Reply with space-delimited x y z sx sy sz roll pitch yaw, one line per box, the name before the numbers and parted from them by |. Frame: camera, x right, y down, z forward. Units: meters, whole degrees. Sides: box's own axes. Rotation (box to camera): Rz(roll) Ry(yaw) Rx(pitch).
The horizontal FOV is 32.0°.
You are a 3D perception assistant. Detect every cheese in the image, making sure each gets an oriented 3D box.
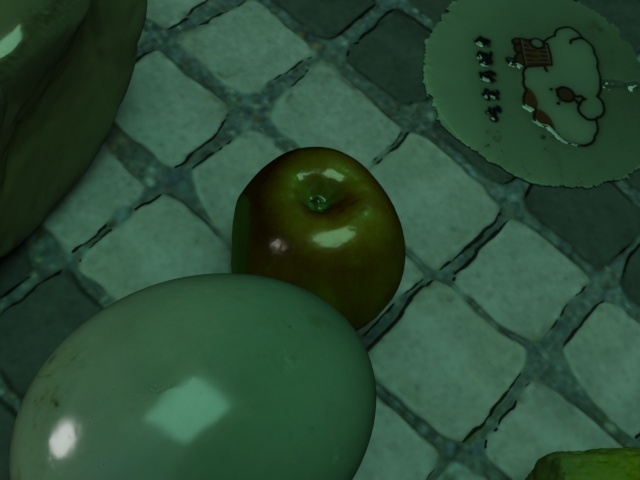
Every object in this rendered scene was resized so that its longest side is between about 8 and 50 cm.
cheese | -0.190 -0.072 0.618 0.093 0.159 0.263 26 57 8

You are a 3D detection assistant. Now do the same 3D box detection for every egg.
egg | -0.060 0.093 0.560 0.192 0.149 0.149 -23 68 -24

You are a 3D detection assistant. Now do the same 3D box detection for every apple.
apple | 0.000 0.000 0.658 0.099 0.102 0.114 4 59 -11

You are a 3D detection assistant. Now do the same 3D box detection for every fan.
fan | 0.233 -0.117 0.841 0.329 0.009 0.191 4 59 -12

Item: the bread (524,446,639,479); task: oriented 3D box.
bread | 0.176 0.170 0.607 0.114 0.111 0.129 1 55 -4
